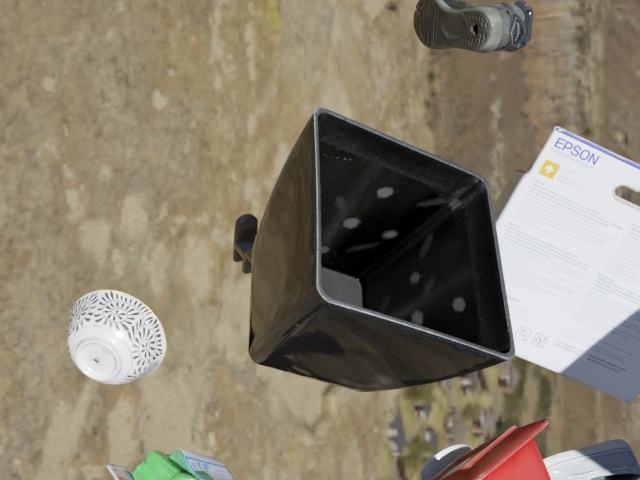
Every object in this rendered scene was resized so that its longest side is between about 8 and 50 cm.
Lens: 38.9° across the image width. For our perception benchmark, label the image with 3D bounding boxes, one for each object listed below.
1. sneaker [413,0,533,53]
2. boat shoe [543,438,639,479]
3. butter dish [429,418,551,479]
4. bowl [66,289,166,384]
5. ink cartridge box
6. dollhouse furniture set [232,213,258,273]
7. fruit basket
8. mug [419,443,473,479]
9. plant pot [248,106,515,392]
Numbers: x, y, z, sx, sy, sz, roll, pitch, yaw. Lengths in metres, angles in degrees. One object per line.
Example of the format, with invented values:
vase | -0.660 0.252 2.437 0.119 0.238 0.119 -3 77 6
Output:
sneaker | 0.243 -0.336 1.419 0.130 0.227 0.087 -4 107 -29
boat shoe | 0.429 0.402 1.513 0.081 0.227 0.079 -114 -168 -45
butter dish | 0.183 0.285 0.965 0.160 0.160 0.118 -22 74 -45
bowl | -0.338 0.171 1.441 0.080 0.170 0.170 -65 146 -61
ink cartridge box | 0.382 0.037 1.282 0.071 0.324 0.330 -87 -158 -67
dollhouse furniture set | 0.000 0.000 1.519 0.242 0.212 0.161 -12 127 -27
fruit basket | -0.159 0.498 1.491 0.165 0.353 0.327 -56 144 -2
mug | 0.285 0.464 1.640 0.169 0.150 0.113 58 25 -10
plant pot | 0.033 0.033 0.785 0.187 0.167 0.188 19 49 -26
